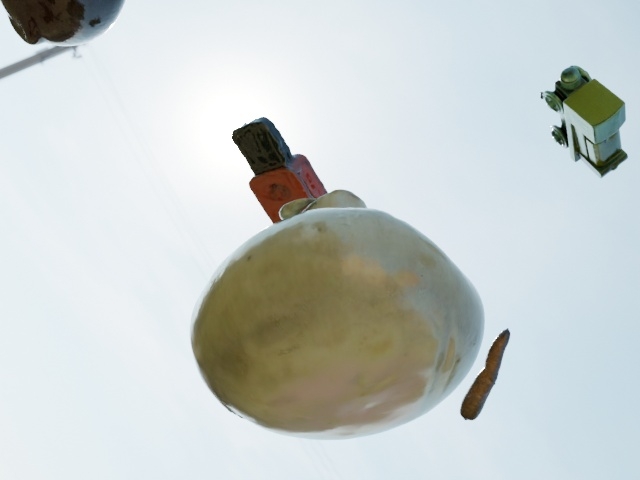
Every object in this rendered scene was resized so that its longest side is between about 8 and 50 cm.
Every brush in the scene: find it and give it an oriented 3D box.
[{"bbox_3d":[0.000,0.000,0.928,0.070,0.051,0.323,-18,-61,33],"label":"brush"}]

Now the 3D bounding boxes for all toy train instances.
[{"bbox_3d":[0.254,-0.114,0.771,0.081,0.050,0.122,51,0,35],"label":"toy train"}]

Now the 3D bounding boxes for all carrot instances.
[{"bbox_3d":[0.270,0.216,1.307,0.035,0.165,0.035,28,-5,2],"label":"carrot"}]

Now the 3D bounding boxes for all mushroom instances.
[{"bbox_3d":[0.013,0.055,0.685,0.246,0.246,0.203,123,-33,-57],"label":"mushroom"}]

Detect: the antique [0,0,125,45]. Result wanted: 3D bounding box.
[{"bbox_3d":[-0.220,-0.299,0.750,0.121,0.257,0.143,1,-27,28],"label":"antique"}]
